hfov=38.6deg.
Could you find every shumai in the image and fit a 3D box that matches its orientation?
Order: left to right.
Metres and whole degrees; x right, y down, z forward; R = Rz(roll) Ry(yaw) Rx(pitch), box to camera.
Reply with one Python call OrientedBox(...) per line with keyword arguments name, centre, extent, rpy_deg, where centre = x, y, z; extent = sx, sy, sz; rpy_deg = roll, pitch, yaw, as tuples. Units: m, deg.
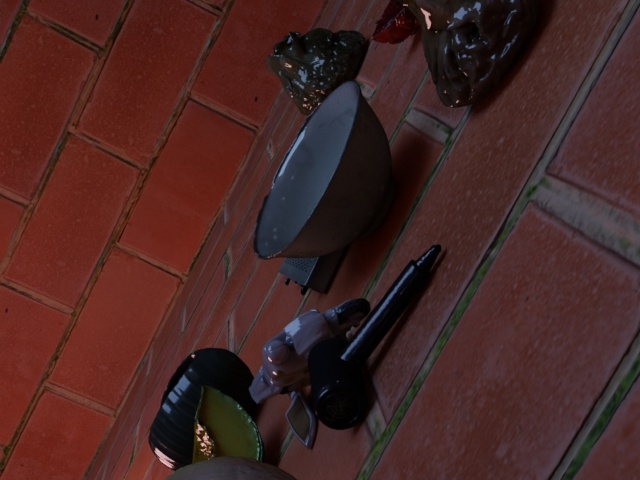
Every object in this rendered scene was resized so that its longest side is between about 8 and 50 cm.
OrientedBox(name="shumai", centre=(-0.022, -0.445, 2.291), extent=(0.189, 0.218, 0.255), rpy_deg=(123, 169, -69))
OrientedBox(name="shumai", centre=(0.178, -0.291, 1.217), extent=(0.166, 0.176, 0.206), rpy_deg=(-80, 17, -51))

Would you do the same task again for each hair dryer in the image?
OrientedBox(name="hair dryer", centre=(0.071, 0.110, 1.131), extent=(0.255, 0.070, 0.128), rpy_deg=(-55, 15, 18))

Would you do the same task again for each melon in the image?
OrientedBox(name="melon", centre=(-0.153, 0.379, 1.401), extent=(0.169, 0.129, 0.265), rpy_deg=(96, -177, -48))

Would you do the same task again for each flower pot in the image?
OrientedBox(name="flower pot", centre=(-0.213, 0.311, 1.660), extent=(0.243, 0.157, 0.189), rpy_deg=(-57, 11, 18))

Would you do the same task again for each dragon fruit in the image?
OrientedBox(name="dragon fruit", centre=(0.178, -0.444, 1.776), extent=(0.106, 0.083, 0.162), rpy_deg=(-15, 40, 58))

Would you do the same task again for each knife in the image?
OrientedBox(name="knife", centre=(-0.035, 0.249, 1.366), extent=(0.046, 0.022, 0.256), rpy_deg=(-57, 17, 5))

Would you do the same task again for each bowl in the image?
OrientedBox(name="bowl", centre=(0.032, -0.083, 1.451), extent=(0.313, 0.146, 0.313), rpy_deg=(-51, 23, 31))

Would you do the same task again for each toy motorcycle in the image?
OrientedBox(name="toy motorcycle", centre=(-0.027, 0.157, 1.280), extent=(0.228, 0.151, 0.074), rpy_deg=(-49, 63, 36))

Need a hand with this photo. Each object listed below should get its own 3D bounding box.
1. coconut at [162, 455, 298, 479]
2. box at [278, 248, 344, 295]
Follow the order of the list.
OrientedBox(name="coconut", centre=(-0.080, 0.337, 0.891), extent=(0.239, 0.239, 0.244), rpy_deg=(-65, 13, -4))
OrientedBox(name="box", centre=(0.000, 0.000, 1.674), extent=(0.210, 0.045, 0.270), rpy_deg=(-65, 13, -4))
